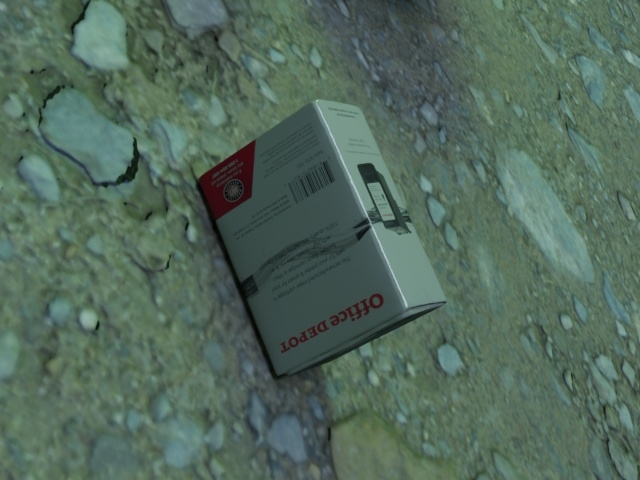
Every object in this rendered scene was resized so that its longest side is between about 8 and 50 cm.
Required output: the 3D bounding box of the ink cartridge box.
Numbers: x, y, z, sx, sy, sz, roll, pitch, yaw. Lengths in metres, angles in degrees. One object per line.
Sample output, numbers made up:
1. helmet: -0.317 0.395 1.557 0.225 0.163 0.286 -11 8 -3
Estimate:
1. ink cartridge box: 0.000 0.000 0.700 0.063 0.109 0.150 -3 67 -58
